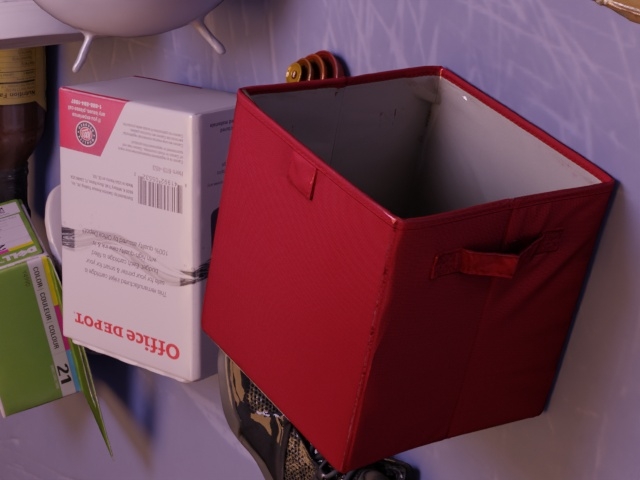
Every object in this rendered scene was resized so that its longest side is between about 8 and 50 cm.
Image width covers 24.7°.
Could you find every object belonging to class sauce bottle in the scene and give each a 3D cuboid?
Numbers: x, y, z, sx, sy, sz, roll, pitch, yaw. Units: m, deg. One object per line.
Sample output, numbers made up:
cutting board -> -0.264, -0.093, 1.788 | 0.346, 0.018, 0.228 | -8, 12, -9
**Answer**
sauce bottle -> -0.352, -0.173, 1.579 | 0.111, 0.111, 0.344 | 29, 121, 48

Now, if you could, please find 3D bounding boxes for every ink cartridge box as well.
ink cartridge box -> -0.139, -0.014, 1.295 | 0.172, 0.100, 0.237 | 14, 110, 37
ink cartridge box -> -0.308, 0.102, 1.523 | 0.255, 0.097, 0.188 | -128, 25, -52

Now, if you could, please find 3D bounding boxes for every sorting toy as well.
sorting toy -> -0.015, -0.102, 1.158 | 0.061, 0.042, 0.102 | 1, 84, 53

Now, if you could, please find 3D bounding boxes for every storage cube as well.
storage cube -> 0.051, 0.013, 0.989 | 0.215, 0.184, 0.193 | 42, 131, 42

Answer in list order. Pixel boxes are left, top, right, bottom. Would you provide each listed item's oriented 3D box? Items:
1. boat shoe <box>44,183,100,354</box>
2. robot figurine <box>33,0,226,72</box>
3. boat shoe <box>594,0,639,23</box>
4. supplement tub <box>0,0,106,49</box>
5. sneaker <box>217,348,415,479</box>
boat shoe -> -0.252, 0.032, 1.541 | 0.063, 0.066, 0.184 | -21, 90, 54
robot figurine -> -0.163, -0.318, 1.173 | 0.300, 0.200, 0.353 | -6, 96, 14
boat shoe -> 0.162, -0.172, 0.879 | 0.190, 0.072, 0.068 | 37, 127, 44
supplement tub -> -0.298, -0.344, 1.348 | 0.235, 0.235, 0.324 | 2, 100, 55
sneaker -> 0.004, 0.164, 1.167 | 0.130, 0.087, 0.227 | -21, 92, 46
